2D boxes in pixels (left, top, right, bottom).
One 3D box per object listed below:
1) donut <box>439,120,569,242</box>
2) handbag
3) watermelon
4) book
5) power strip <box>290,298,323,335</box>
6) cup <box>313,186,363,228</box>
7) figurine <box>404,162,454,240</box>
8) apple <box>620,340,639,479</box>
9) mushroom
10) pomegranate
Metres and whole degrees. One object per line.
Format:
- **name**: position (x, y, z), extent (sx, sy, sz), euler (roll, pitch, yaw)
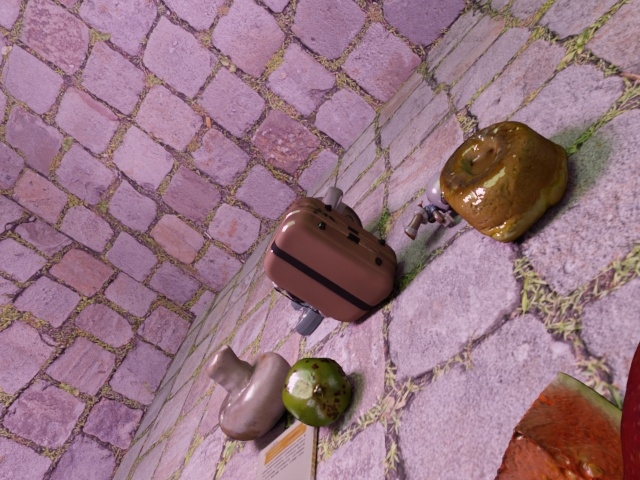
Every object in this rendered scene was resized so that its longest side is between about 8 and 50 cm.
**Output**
- **donut**: position (0.334, -0.121, 0.861), extent (0.209, 0.128, 0.261), euler (-50, 17, 10)
- **handbag**: position (0.005, 0.072, 1.119), extent (0.283, 0.301, 0.149), euler (-49, 14, 36)
- **watermelon**: position (0.247, 0.227, 0.426), extent (0.145, 0.137, 0.193), euler (22, 73, 39)
- **book**: position (-0.080, 0.504, 0.927), extent (0.208, 0.020, 0.295), euler (-47, 16, 23)
- **power strip**: position (-0.024, 0.189, 1.407), extent (0.168, 0.054, 0.253), euler (-54, 14, 3)
- **cup**: position (0.000, 0.000, 1.313), extent (0.257, 0.227, 0.301), euler (-65, -7, -53)
- **figurine**: position (0.271, -0.082, 1.051), extent (0.197, 0.093, 0.147), euler (-61, -8, 1)
- **apple**: position (0.290, 0.125, 0.166), extent (0.288, 0.288, 0.317), euler (-55, 2, -6)
- **mushroom**: position (-0.195, 0.374, 1.177), extent (0.243, 0.243, 0.243), euler (-49, 15, 18)
- **pomegranate**: position (-0.016, 0.306, 0.972), extent (0.143, 0.122, 0.169), euler (-43, 11, -6)
